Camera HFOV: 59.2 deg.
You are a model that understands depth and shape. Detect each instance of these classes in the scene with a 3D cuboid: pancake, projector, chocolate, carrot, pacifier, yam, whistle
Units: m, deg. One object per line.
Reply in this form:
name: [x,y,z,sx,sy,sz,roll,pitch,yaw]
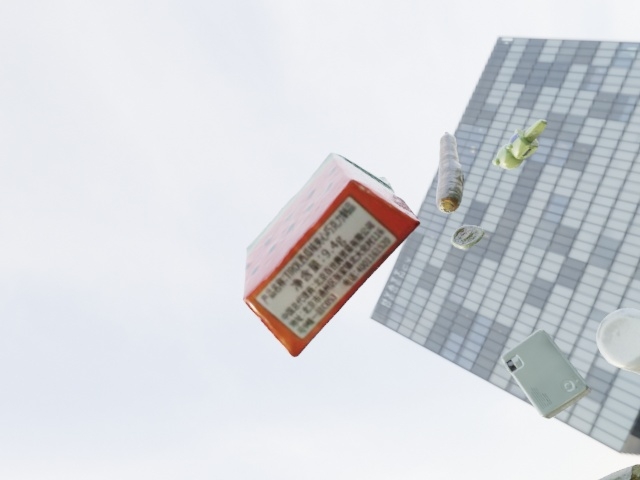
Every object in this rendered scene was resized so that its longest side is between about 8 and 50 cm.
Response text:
pancake: [0.462,-0.013,1.773,0.108,0.108,0.017,-43,-55,-21]
projector: [0.784,0.468,1.972,0.192,0.256,0.099,-40,-39,13]
chocolate: [0.000,0.000,1.153,0.161,0.341,0.360,39,-80,-16]
carrot: [0.336,-0.188,1.455,0.342,0.070,0.070,-75,-29,-48]
pacifier: [0.524,0.181,0.860,0.227,0.207,0.279,-36,-31,-73]
yam: [0.491,0.430,0.942,0.146,0.069,0.070,-37,-40,22]
whistle: [0.669,-0.319,1.884,0.105,0.085,0.227,2,-38,-29]
